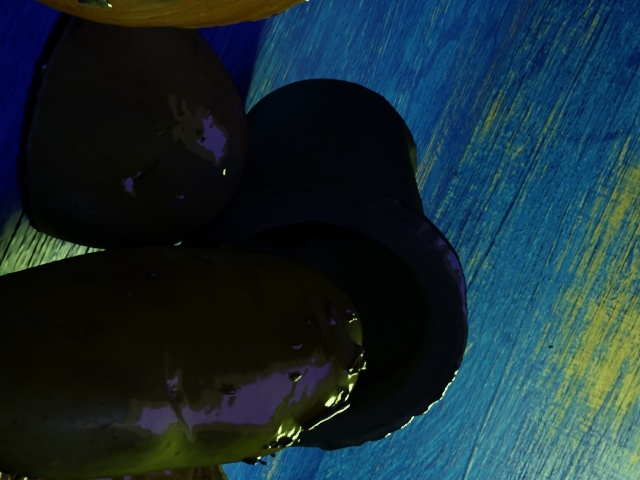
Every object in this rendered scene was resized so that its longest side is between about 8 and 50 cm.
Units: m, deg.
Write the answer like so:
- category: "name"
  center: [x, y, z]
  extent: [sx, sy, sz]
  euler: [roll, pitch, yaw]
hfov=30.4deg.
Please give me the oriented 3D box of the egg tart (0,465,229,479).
- category: "egg tart"
  center: [-0.181, 0.243, 0.837]
  extent: [0.129, 0.341, 0.341]
  euler: [-22, -163, 35]

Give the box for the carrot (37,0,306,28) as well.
- category: "carrot"
  center: [-0.072, -0.187, 0.498]
  extent: [0.193, 0.214, 0.331]
  euler: [-69, 164, 11]

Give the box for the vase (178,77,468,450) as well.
- category: "vase"
  center: [0.000, 0.000, 1.013]
  extent: [0.291, 0.245, 0.245]
  euler: [-85, -168, -62]

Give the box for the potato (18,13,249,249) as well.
- category: "potato"
  center: [-0.107, -0.072, 0.798]
  extent: [0.182, 0.117, 0.202]
  euler: [-46, 159, -48]

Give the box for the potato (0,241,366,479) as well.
- category: "potato"
  center: [-0.107, 0.075, 0.762]
  extent: [0.300, 0.173, 0.140]
  euler: [-6, 108, -34]
